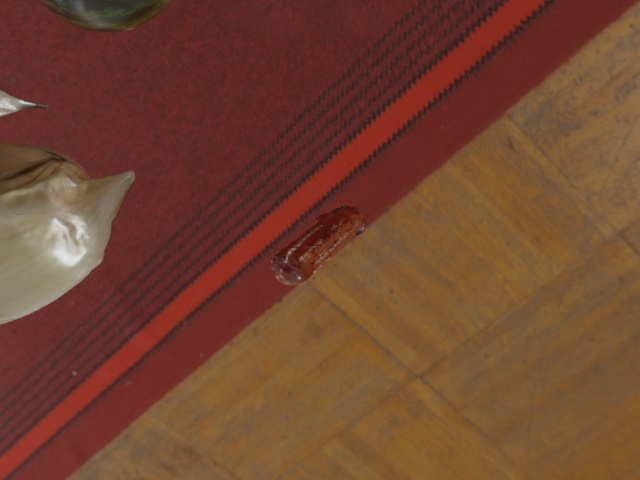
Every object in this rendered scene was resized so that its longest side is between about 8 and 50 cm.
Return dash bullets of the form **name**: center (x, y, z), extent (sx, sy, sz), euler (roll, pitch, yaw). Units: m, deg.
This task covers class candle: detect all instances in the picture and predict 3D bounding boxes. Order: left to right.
- **candle**: center (0.000, 0.000, 1.005), extent (0.051, 0.329, 0.048), euler (8, 103, 13)

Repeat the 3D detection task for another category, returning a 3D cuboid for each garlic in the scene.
- **garlic**: center (-0.331, -0.069, 0.683), extent (0.249, 0.313, 0.286), euler (-15, 122, -35)

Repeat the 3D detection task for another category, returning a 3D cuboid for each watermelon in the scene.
- **watermelon**: center (-0.321, -0.434, 1.164), extent (0.269, 0.269, 0.269), euler (2, 118, 3)
